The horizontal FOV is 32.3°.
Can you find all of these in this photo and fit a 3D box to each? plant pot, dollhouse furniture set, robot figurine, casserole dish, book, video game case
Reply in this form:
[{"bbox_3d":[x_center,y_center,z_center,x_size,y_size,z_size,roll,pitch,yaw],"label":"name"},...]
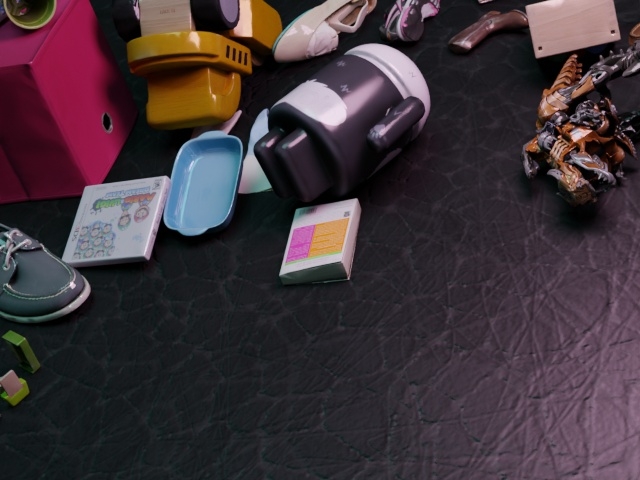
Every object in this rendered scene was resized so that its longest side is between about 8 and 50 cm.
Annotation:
[{"bbox_3d":[-0.475,-0.383,1.767,0.083,0.083,0.079,-34,28,-18],"label":"plant pot"},{"bbox_3d":[-0.446,0.195,1.474,0.076,0.058,0.151,19,52,39],"label":"dollhouse furniture set"},{"bbox_3d":[0.037,-0.169,1.628,0.209,0.173,0.278,39,63,22],"label":"robot figurine"},{"bbox_3d":[-0.172,-0.081,1.680,0.114,0.037,0.188,-3,60,19],"label":"casserole dish"},{"bbox_3d":[0.000,0.000,1.546,0.096,0.035,0.144,-8,39,19],"label":"book"},{"bbox_3d":[-0.310,-0.028,1.677,0.157,0.019,0.143,-5,57,26],"label":"video game case"}]

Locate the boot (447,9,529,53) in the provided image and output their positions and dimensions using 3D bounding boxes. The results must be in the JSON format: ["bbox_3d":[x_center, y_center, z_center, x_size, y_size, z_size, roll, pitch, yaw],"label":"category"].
[{"bbox_3d":[0.278,-0.344,1.842,0.114,0.037,0.106,-35,27,-24],"label":"boot"}]

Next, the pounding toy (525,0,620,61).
[{"bbox_3d":[0.431,-0.339,1.718,0.206,0.094,0.181,-11,6,13],"label":"pounding toy"}]

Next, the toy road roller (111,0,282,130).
[{"bbox_3d":[-0.205,-0.305,1.893,0.202,0.240,0.329,-4,-3,19],"label":"toy road roller"}]

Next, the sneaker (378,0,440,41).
[{"bbox_3d":[0.151,-0.410,1.956,0.077,0.072,0.178,-6,33,33],"label":"sneaker"}]

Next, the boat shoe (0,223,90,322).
[{"bbox_3d":[-0.473,0.034,1.649,0.319,0.099,0.116,18,51,38],"label":"boat shoe"}]

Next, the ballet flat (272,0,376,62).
[{"bbox_3d":[0.016,-0.384,1.977,0.086,0.086,0.248,16,49,37],"label":"ballet flat"}]

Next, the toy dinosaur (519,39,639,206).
[{"bbox_3d":[0.370,-0.177,1.521,0.218,0.164,0.322,-23,53,19],"label":"toy dinosaur"}]

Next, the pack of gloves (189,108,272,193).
[{"bbox_3d":[-0.142,-0.160,1.791,0.195,0.046,0.232,-6,40,18],"label":"pack of gloves"}]

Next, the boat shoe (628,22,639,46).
[{"bbox_3d":[0.550,-0.326,1.576,0.111,0.104,0.307,-46,21,-20],"label":"boat shoe"}]

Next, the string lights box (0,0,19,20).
[{"bbox_3d":[-0.571,-0.482,1.771,0.077,0.260,0.133,10,47,33],"label":"string lights box"}]

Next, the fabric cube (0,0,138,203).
[{"bbox_3d":[-0.497,-0.242,1.868,0.259,0.258,0.254,-5,39,18],"label":"fabric cube"}]

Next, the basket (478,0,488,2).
[{"bbox_3d":[0.334,-0.501,1.953,0.167,0.113,0.103,-15,42,6],"label":"basket"}]
